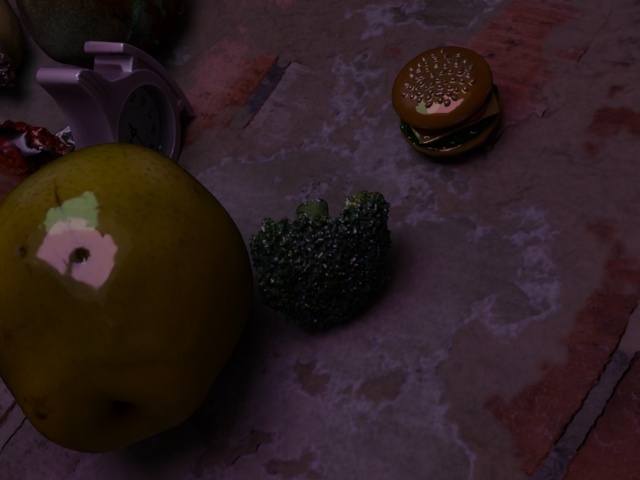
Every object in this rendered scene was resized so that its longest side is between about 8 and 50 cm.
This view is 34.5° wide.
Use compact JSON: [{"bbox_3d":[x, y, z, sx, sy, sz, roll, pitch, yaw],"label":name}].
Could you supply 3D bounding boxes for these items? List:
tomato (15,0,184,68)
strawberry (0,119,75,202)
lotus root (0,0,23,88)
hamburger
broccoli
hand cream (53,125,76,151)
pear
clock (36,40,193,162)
[{"bbox_3d":[-0.398,-0.445,1.804,0.239,0.303,0.303,-13,53,36],"label":"tomato"},{"bbox_3d":[-0.489,-0.105,1.682,0.306,0.233,0.138,19,40,39],"label":"strawberry"},{"bbox_3d":[-0.662,-0.395,1.978,0.169,0.151,0.342,-36,48,0],"label":"lotus root"},{"bbox_3d":[0.180,-0.199,1.475,0.162,0.115,0.162,-11,56,17],"label":"hamburger"},{"bbox_3d":[0.000,0.000,1.404,0.220,0.194,0.194,-38,49,15],"label":"broccoli"},{"bbox_3d":[-0.417,-0.169,1.789,0.248,0.052,0.075,-34,73,-7],"label":"hand cream"},{"bbox_3d":[-0.268,0.063,1.357,0.363,0.362,0.418,-21,49,12],"label":"pear"},{"bbox_3d":[-0.327,-0.169,1.588,0.080,0.290,0.275,6,68,27],"label":"clock"}]
